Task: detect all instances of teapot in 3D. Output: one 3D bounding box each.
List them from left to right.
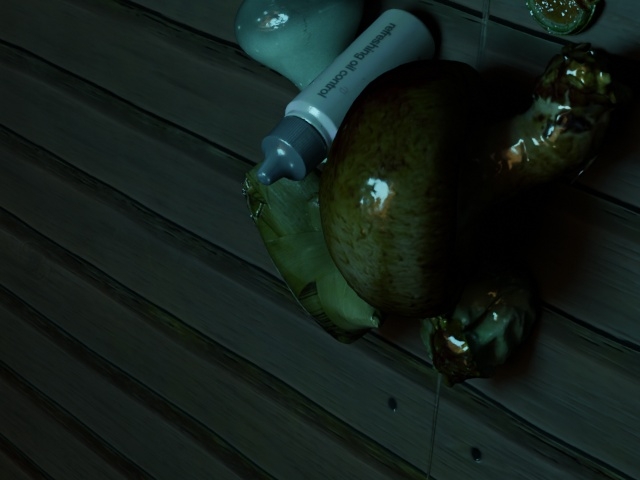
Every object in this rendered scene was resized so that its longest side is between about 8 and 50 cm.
[{"bbox_3d":[-0.003,-0.235,2.079,0.183,0.183,0.251,-9,105,51],"label":"teapot"}]

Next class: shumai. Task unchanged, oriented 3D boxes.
[{"bbox_3d":[0.169,0.097,1.984,0.184,0.142,0.184,17,114,43],"label":"shumai"}]

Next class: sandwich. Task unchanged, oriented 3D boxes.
[{"bbox_3d":[0.282,-0.276,1.826,0.101,0.026,0.069,43,132,35],"label":"sandwich"}]

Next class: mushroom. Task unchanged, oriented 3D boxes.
[{"bbox_3d":[0.173,-0.076,1.846,0.331,0.356,0.334,-108,17,-76],"label":"mushroom"}]

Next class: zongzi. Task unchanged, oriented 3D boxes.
[{"bbox_3d":[0.000,0.000,2.015,0.274,0.145,0.300,54,180,1],"label":"zongzi"}]

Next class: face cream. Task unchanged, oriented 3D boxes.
[{"bbox_3d":[0.023,-0.171,1.944,0.092,0.311,0.092,32,150,21],"label":"face cream"}]
